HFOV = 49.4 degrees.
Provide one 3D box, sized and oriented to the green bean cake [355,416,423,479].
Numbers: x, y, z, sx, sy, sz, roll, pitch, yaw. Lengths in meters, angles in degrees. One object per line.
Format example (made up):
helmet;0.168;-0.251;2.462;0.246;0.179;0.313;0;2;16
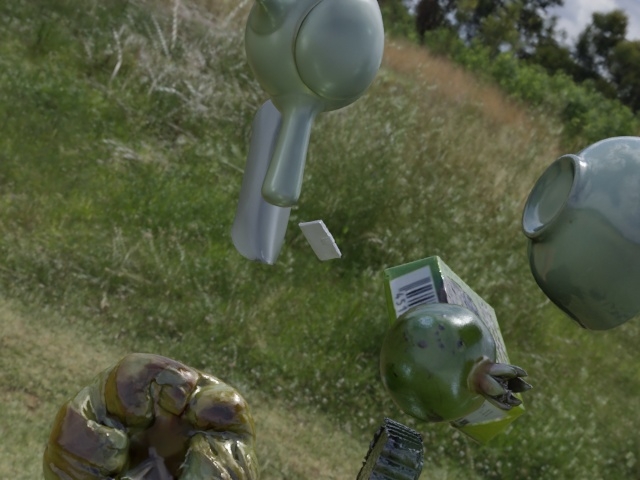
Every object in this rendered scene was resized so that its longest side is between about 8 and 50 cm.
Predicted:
green bean cake;0.130;0.448;1.334;0.094;0.181;0.173;22;-2;3

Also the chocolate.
chocolate;0.268;0.212;1.399;0.288;0.137;0.301;40;31;-37

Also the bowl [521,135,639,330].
bowl;0.377;-0.033;0.973;0.146;0.289;0.289;27;15;-7

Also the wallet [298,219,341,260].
wallet;0.000;0.000;1.124;0.083;0.044;0.011;59;37;-35

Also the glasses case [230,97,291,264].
glasses case;-0.092;-0.108;1.266;0.083;0.308;0.128;9;-7;13

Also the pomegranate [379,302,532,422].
pomegranate;0.199;0.188;1.032;0.187;0.187;0.225;17;-3;-44

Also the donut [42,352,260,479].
donut;-0.266;0.365;1.137;0.360;0.360;0.170;31;-23;-2

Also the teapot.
teapot;-0.002;-0.222;0.981;0.219;0.318;0.149;-13;26;-24
